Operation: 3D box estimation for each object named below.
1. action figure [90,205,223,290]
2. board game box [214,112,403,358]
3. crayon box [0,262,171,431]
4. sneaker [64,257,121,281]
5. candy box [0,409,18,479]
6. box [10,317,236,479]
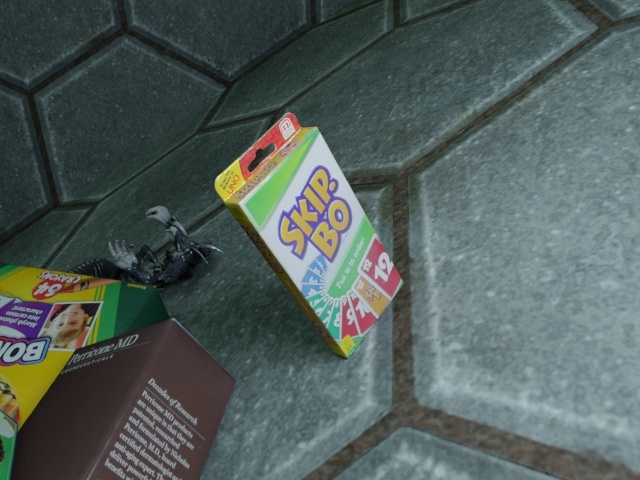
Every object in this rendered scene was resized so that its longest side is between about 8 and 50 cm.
[{"bbox_3d":[-0.321,0.025,1.013,0.275,0.141,0.164,-18,21,31],"label":"action figure"},{"bbox_3d":[0.000,0.000,0.583,0.039,0.259,0.124,7,48,50],"label":"board game box"},{"bbox_3d":[-0.467,0.188,0.812,0.363,0.106,0.313,6,42,18],"label":"crayon box"},{"bbox_3d":[-0.546,0.159,1.056,0.146,0.122,0.330,2,44,45],"label":"sneaker"},{"bbox_3d":[-0.400,0.289,0.420,0.268,0.122,0.317,-40,29,-10],"label":"candy box"},{"bbox_3d":[-0.251,0.277,0.551,0.191,0.143,0.381,-20,30,26],"label":"box"}]
